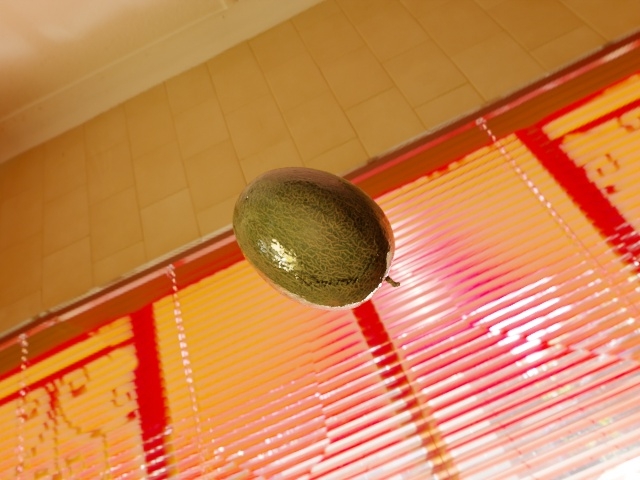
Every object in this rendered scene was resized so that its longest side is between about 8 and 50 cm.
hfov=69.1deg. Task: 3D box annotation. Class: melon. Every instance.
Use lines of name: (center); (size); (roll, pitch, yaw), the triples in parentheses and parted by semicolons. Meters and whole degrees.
melon: (0.000, 0.000, 0.484); (0.192, 0.139, 0.139); (31, -47, 3)
